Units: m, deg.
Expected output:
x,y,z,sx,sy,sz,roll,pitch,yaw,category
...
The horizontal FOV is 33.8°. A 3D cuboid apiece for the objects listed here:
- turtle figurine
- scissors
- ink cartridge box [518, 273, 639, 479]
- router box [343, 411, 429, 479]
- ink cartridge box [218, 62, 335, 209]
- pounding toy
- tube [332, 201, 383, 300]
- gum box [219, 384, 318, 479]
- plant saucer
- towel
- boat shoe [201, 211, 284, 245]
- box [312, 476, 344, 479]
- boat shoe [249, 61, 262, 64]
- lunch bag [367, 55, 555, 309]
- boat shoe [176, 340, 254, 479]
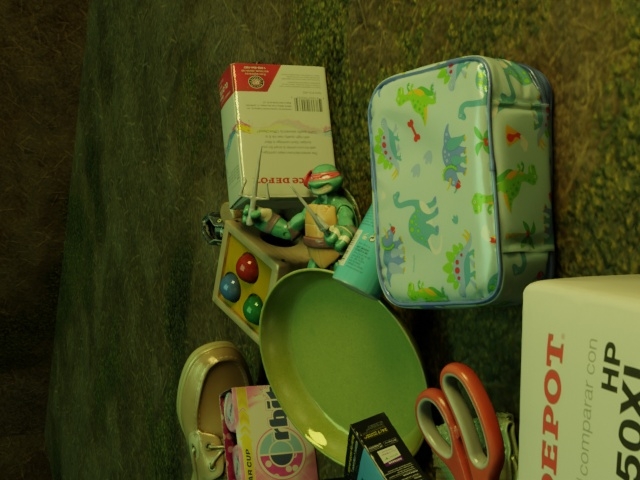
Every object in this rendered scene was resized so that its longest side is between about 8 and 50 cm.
x,y,z,sx,sy,sz,roll,pitch,yaw,category
0.000,0.000,1.217,0.175,0.118,0.234,4,104,56,turtle figurine
0.153,0.255,0.928,0.109,0.021,0.297,-39,66,56,scissors
0.269,0.177,0.523,0.395,0.166,0.285,-169,79,-67,ink cartridge box
0.072,0.283,1.081,0.133,0.046,0.179,54,153,40,router box
-0.056,-0.129,1.334,0.072,0.127,0.175,148,119,-65,ink cartridge box
-0.091,0.009,1.399,0.206,0.094,0.181,38,127,41,pounding toy
0.080,-0.043,1.050,0.080,0.052,0.207,19,81,60,tube
-0.066,0.289,1.398,0.062,0.107,0.188,140,125,-61,gum box
0.031,0.138,1.149,0.241,0.037,0.241,20,122,36,plant saucer
0.146,0.221,0.994,0.148,0.027,0.110,150,118,-64,towel
-0.113,-0.009,1.532,0.183,0.083,0.065,-169,79,-67,boat shoe
0.018,0.332,1.256,0.052,0.062,0.083,-139,52,-62,box
-0.070,-0.214,1.480,0.043,0.049,0.137,-35,42,11,boat shoe
0.120,-0.049,0.936,0.176,0.090,0.219,-8,84,52,lunch bag
-0.137,0.313,1.570,0.110,0.122,0.341,39,136,56,boat shoe
